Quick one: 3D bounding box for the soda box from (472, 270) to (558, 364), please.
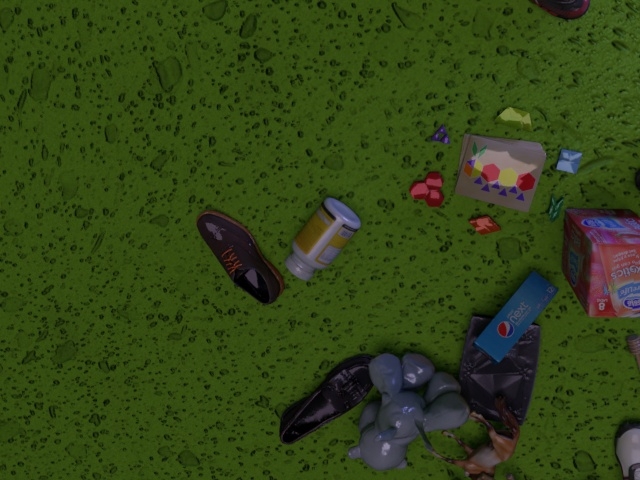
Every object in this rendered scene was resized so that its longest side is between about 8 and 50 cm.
[{"bbox_3d":[0.429,0.172,1.704,0.071,0.067,0.210,40,82,14],"label":"soda box"}]

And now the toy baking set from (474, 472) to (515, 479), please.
[{"bbox_3d":[0.410,0.652,1.877,0.197,0.030,0.256,-22,119,20],"label":"toy baking set"}]

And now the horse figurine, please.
[{"bbox_3d":[0.382,0.479,1.805,0.174,0.066,0.263,34,123,-1],"label":"horse figurine"}]

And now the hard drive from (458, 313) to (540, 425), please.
[{"bbox_3d":[0.412,0.297,1.793,0.172,0.054,0.254,7,106,8],"label":"hard drive"}]

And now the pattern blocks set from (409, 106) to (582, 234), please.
[{"bbox_3d":[0.388,-0.152,1.694,0.325,0.026,0.285,23,107,3],"label":"pattern blocks set"}]

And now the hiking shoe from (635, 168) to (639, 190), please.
[{"bbox_3d":[0.777,-0.121,1.587,0.227,0.114,0.086,-12,112,15],"label":"hiking shoe"}]

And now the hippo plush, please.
[{"bbox_3d":[0.198,0.429,1.773,0.234,0.294,0.236,12,126,-8],"label":"hippo plush"}]

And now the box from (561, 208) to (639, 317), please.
[{"bbox_3d":[0.588,0.038,1.567,0.142,0.300,0.154,0,106,8],"label":"box"}]

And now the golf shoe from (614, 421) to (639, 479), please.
[{"bbox_3d":[0.746,0.554,1.772,0.105,0.120,0.272,-9,102,13],"label":"golf shoe"}]

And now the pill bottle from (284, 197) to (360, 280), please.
[{"bbox_3d":[0.000,0.000,1.761,0.103,0.103,0.184,39,107,-2],"label":"pill bottle"}]

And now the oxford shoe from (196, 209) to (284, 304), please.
[{"bbox_3d":[-0.192,0.039,1.805,0.271,0.098,0.097,45,107,-4],"label":"oxford shoe"}]

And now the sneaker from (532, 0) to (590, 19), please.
[{"bbox_3d":[0.434,-0.548,1.528,0.098,0.135,0.276,-41,96,15],"label":"sneaker"}]

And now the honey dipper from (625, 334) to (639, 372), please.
[{"bbox_3d":[0.730,0.291,1.752,0.031,0.030,0.160,-18,103,14],"label":"honey dipper"}]

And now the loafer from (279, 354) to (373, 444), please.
[{"bbox_3d":[0.020,0.397,1.865,0.302,0.095,0.109,-40,95,17],"label":"loafer"}]
